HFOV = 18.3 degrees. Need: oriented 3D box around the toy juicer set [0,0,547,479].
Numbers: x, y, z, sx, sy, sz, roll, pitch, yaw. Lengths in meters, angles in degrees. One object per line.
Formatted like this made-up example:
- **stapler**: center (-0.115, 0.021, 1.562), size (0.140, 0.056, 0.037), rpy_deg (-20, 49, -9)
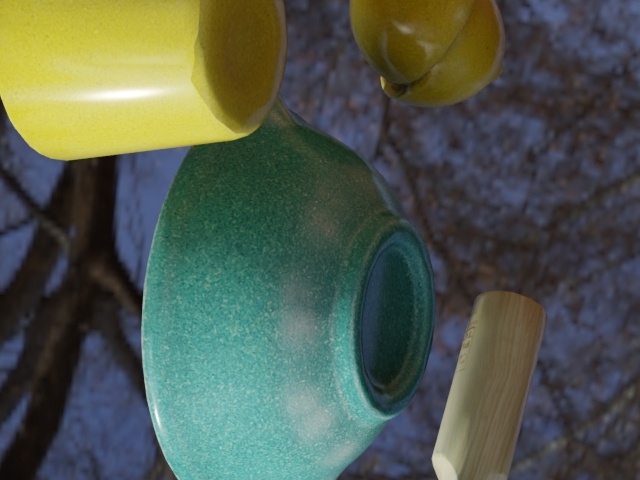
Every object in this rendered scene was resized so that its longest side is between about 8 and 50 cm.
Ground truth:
- **toy juicer set**: center (0.000, 0.000, 0.676), size (0.089, 0.329, 0.209), rpy_deg (4, -139, 27)
